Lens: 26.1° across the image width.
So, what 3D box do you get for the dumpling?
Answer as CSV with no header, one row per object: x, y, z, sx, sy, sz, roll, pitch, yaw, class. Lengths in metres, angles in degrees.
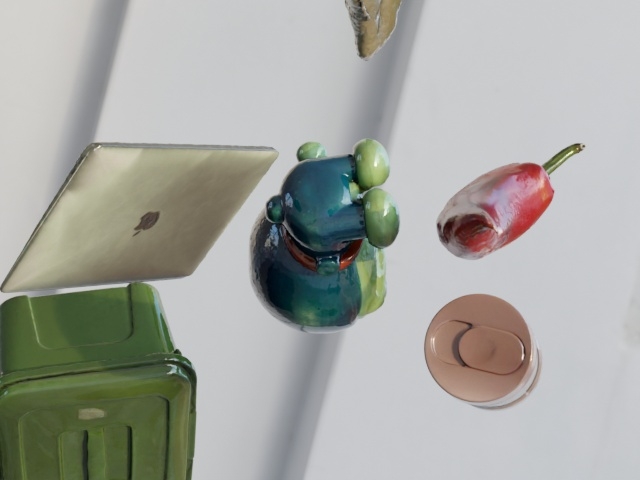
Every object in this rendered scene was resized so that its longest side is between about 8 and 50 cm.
0.065,-0.397,1.936,0.086,0.166,0.332,30,-17,19,dumpling

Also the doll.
0.000,0.001,1.772,0.186,0.198,0.322,-4,-34,-6,doll

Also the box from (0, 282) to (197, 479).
-0.291,0.205,1.737,0.253,0.178,0.328,-4,-40,-13,box

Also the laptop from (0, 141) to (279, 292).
-0.171,-0.023,1.342,0.015,0.187,0.269,49,28,24,laptop

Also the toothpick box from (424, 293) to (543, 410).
0.154,0.107,1.281,0.098,0.098,0.149,14,-7,15,toothpick box

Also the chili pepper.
0.212,-0.032,1.620,0.137,0.092,0.368,-25,7,30,chili pepper
